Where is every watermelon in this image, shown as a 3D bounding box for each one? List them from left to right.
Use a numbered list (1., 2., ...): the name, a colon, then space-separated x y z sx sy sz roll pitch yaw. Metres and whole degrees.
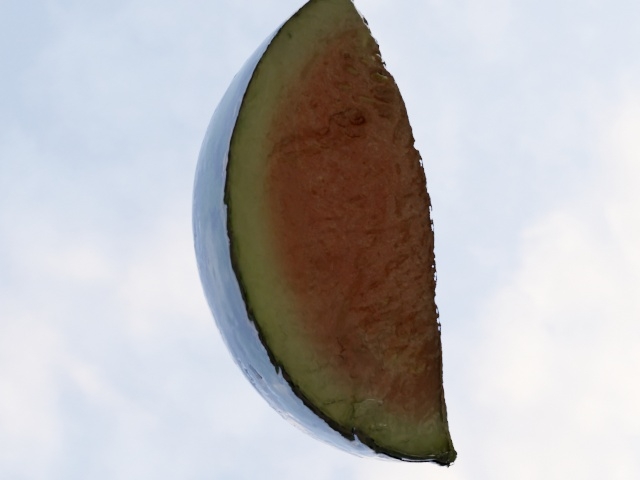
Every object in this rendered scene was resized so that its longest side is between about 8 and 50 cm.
1. watermelon: 0.000 0.000 0.627 0.119 0.063 0.245 -12 -93 -16
